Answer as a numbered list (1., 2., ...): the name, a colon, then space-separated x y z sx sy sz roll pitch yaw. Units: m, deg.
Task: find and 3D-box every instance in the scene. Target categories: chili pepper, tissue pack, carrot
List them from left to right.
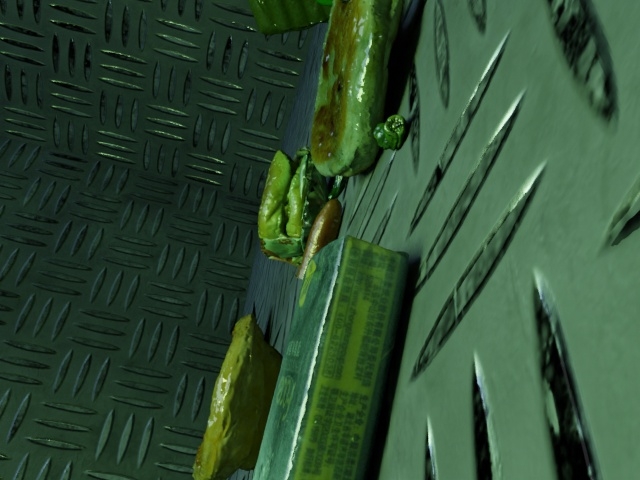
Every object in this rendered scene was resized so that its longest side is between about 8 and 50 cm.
1. carrot: 0.000 0.000 1.074 0.048 0.048 0.139 -117 43 -79
2. tissue pack: 0.007 0.136 0.651 0.185 0.081 0.257 139 145 -78
3. chili pepper: 0.035 -0.122 1.090 0.055 0.035 0.118 -53 -14 -65
4. chili pepper: 0.081 -0.122 0.791 0.030 0.034 0.091 -43 6 -4

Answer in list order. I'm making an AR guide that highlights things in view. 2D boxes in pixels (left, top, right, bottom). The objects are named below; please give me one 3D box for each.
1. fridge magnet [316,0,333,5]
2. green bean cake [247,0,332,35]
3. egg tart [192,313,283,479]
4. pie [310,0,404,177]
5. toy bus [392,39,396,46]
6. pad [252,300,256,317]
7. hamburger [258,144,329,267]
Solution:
1. fridge magnet: 0.041 -0.629 1.543 0.208 0.088 0.208 -4 85 51
2. green bean cake: -0.051 -0.650 1.773 0.247 0.250 0.156 -86 -21 -47
3. egg tart: -0.127 0.288 1.200 0.319 0.128 0.318 -165 90 -85
4. pie: 0.044 -0.226 0.941 0.302 0.067 0.302 -175 90 -76
5. toy bus: 0.080 -0.276 1.031 0.130 0.037 0.052 122 156 -64
6. pad: -0.149 0.199 1.780 0.250 0.055 0.323 -97 22 -69
7. hamburger: -0.047 -0.078 1.244 0.235 0.125 0.214 83 -173 -70
